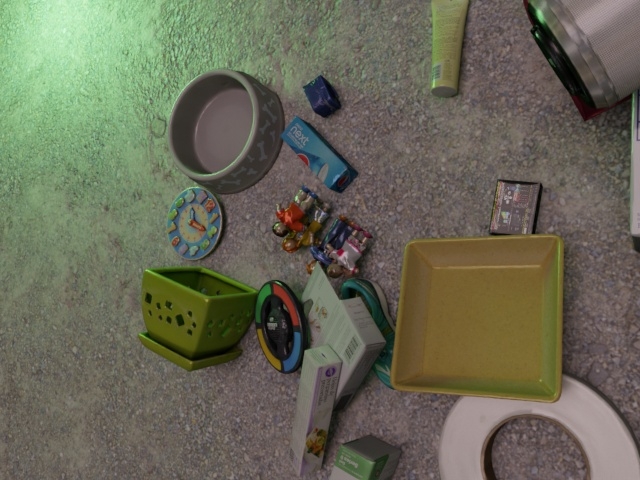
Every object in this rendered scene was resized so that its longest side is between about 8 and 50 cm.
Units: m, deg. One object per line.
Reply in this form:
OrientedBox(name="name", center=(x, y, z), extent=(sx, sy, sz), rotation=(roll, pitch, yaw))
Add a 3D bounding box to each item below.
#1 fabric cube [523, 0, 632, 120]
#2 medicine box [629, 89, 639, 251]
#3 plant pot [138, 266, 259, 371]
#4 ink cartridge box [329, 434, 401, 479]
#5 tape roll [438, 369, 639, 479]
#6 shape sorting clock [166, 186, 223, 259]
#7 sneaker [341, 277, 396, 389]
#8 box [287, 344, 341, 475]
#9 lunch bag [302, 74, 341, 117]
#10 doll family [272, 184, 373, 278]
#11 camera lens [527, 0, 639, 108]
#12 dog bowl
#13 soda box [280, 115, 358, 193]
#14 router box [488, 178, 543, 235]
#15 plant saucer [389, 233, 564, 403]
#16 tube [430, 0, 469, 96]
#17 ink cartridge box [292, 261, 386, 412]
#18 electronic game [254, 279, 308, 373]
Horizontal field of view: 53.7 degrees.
OrientedBox(name="fabric cube", center=(0.553, -0.424, 1.199), extent=(0.254, 0.259, 0.258), rotation=(-28, 73, 22))
OrientedBox(name="medicine box", center=(0.631, -0.130, 1.111), extent=(0.149, 0.263, 0.289), rotation=(2, 85, 28))
OrientedBox(name="plant pot", center=(-0.316, 0.198, 1.610), extent=(0.227, 0.228, 0.207), rotation=(19, 100, 29))
OrientedBox(name="ink cartridge box", center=(0.079, 0.549, 1.380), extent=(0.093, 0.154, 0.213), rotation=(18, 92, 29))
OrientedBox(name="tape roll", center=(0.426, 0.444, 1.254), extent=(0.391, 0.072, 0.392), rotation=(-4, 81, 29))
OrientedBox(name="shape sorting clock", center=(-0.355, -0.048, 1.763), extent=(0.206, 0.040, 0.206), rotation=(-4, 81, 28))
OrientedBox(name="sneaker", center=(0.118, 0.211, 1.431), extent=(0.107, 0.110, 0.275), rotation=(-33, 70, 20))
OrientedBox(name="box", center=(-0.016, 0.388, 1.425), extent=(0.067, 0.063, 0.324), rotation=(41, 130, 48))
OrientedBox(name="lunch bag", center=(0.008, -0.362, 1.592), extent=(0.065, 0.067, 0.098), rotation=(-33, 70, 21))
OrientedBox(name="doll family", center=(0.000, 0.000, 1.536), extent=(0.263, 0.118, 0.163), rotation=(37, 90, 14))
OrientedBox(name="camera lens", center=(0.476, -0.353, 0.963), extent=(0.274, 0.219, 0.219), rotation=(-33, 69, 22))
OrientedBox(name="dog bowl", center=(-0.269, -0.304, 1.718), extent=(0.348, 0.102, 0.349), rotation=(-4, 82, 28))
OrientedBox(name="soda box", center=(-0.005, -0.215, 1.580), extent=(0.071, 0.067, 0.210), rotation=(-48, 64, 15))
OrientedBox(name="router box", center=(0.415, -0.066, 1.348), extent=(0.092, 0.038, 0.123), rotation=(10, 87, 29))
OrientedBox(name="plant saucer", center=(0.325, 0.158, 1.292), extent=(0.332, 0.081, 0.333), rotation=(-2, 67, 28))
OrientedBox(name="tube", center=(0.295, -0.453, 1.460), extent=(0.070, 0.062, 0.240), rotation=(8, 79, -14))
OrientedBox(name="ink cartridge box", center=(0.026, 0.220, 1.437), extent=(0.239, 0.060, 0.275), rotation=(61, 144, 35))
OrientedBox(name="electronic game", center=(-0.099, 0.209, 1.536), extent=(0.229, 0.048, 0.229), rotation=(16, 109, 55))
